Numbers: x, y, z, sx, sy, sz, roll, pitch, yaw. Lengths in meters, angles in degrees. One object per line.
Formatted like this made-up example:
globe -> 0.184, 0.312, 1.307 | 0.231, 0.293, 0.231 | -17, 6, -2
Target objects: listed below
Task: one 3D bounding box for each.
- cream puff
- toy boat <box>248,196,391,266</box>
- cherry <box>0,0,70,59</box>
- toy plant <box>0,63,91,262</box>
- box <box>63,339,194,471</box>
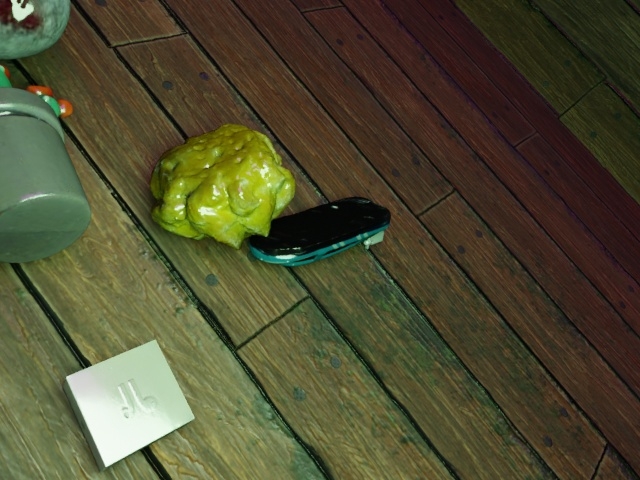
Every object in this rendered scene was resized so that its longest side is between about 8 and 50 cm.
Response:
cream puff -> -0.168, -0.091, 0.913 | 0.196, 0.244, 0.244 | 37, 40, -45
toy boat -> 0.000, 0.000, 1.038 | 0.299, 0.092, 0.134 | -19, 37, -31
cherry -> -0.550, -0.411, 0.862 | 0.255, 0.218, 0.296 | -5, 19, -28
toy plant -> -0.500, -0.158, 0.781 | 0.279, 0.185, 0.400 | -28, 68, -21
box -> -0.269, 0.228, 0.742 | 0.130, 0.051, 0.129 | -21, 72, -39
